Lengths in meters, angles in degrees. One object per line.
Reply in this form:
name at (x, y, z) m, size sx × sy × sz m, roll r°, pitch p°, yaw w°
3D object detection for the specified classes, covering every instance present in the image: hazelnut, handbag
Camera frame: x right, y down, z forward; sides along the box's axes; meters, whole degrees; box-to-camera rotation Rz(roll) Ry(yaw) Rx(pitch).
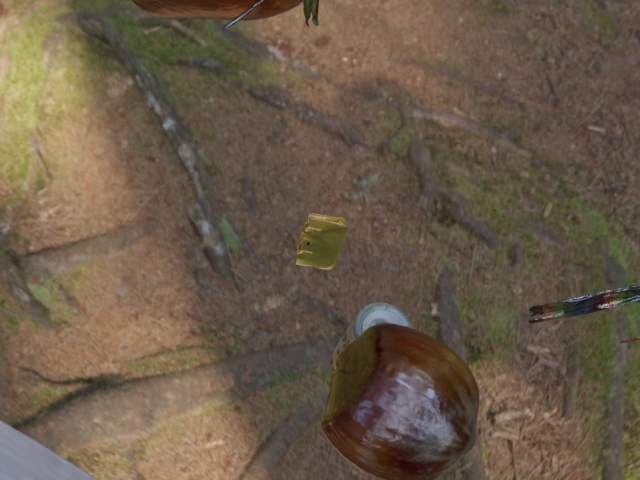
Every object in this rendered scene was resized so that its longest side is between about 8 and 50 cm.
hazelnut at (0.113, 0.230, 1.137) m, size 0.181 × 0.181 × 0.212 m, roll -2°, pitch 54°, yaw 60°
handbag at (0.000, 0.000, 1.150) m, size 0.061 × 0.083 × 0.027 m, roll 9°, pitch 37°, yaw -13°

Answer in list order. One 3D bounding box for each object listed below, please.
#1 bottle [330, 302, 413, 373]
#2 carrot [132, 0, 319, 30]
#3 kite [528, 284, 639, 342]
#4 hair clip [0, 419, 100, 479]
bottle at (0.088, 0.222, 1.563) m, size 0.120 × 0.253 × 0.120 m, roll 6°, pitch 59°, yaw -10°
carrot at (-0.094, -0.320, 0.817) m, size 0.331 × 0.193 × 0.214 m, roll 12°, pitch 28°, yaw 36°
kite at (0.235, 0.014, 0.445) m, size 0.244 × 0.198 × 0.006 m, roll -11°, pitch 56°, yaw 0°
hair clip at (-0.212, 0.118, 0.420) m, size 0.101 × 0.331 × 0.085 m, roll -2°, pitch 51°, yaw 39°
